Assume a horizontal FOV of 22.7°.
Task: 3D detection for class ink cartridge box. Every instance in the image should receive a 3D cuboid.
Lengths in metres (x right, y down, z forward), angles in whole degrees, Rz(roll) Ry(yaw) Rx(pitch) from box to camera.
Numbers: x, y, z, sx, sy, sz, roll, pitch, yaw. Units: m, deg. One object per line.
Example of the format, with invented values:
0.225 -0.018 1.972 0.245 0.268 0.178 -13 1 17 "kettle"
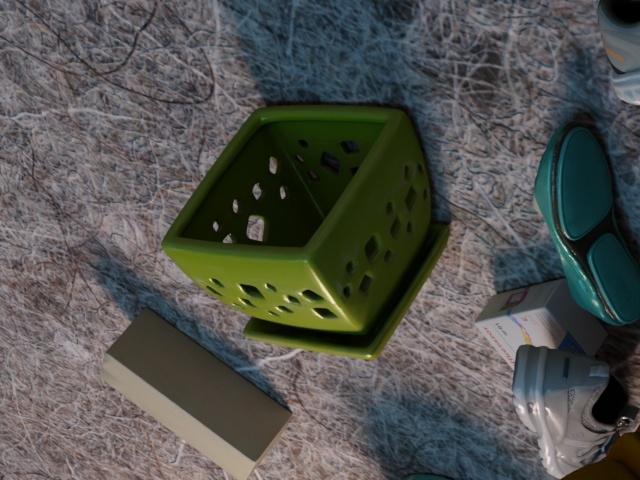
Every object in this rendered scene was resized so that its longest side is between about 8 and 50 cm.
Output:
0.247 0.099 1.793 0.088 0.052 0.122 49 147 -16 "ink cartridge box"

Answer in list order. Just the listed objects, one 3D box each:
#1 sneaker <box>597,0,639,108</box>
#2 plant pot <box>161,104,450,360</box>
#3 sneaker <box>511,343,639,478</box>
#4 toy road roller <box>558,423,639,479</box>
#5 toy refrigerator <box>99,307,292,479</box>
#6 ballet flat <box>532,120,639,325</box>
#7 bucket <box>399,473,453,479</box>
0.340 -0.180 1.326 0.271 0.100 0.108 -5 121 48 "sneaker"
0.000 0.000 1.773 0.227 0.228 0.207 6 140 40 "plant pot"
0.300 0.202 1.770 0.115 0.105 0.281 1 158 25 "sneaker"
0.352 0.273 1.605 0.202 0.240 0.329 49 121 40 "toy road roller"
-0.185 0.228 2.336 0.269 0.102 0.094 35 147 6 "toy refrigerator"
0.258 -0.017 1.622 0.087 0.083 0.247 20 143 51 "ballet flat"
0.160 0.471 2.209 0.281 0.183 0.281 27 146 20 "bucket"
